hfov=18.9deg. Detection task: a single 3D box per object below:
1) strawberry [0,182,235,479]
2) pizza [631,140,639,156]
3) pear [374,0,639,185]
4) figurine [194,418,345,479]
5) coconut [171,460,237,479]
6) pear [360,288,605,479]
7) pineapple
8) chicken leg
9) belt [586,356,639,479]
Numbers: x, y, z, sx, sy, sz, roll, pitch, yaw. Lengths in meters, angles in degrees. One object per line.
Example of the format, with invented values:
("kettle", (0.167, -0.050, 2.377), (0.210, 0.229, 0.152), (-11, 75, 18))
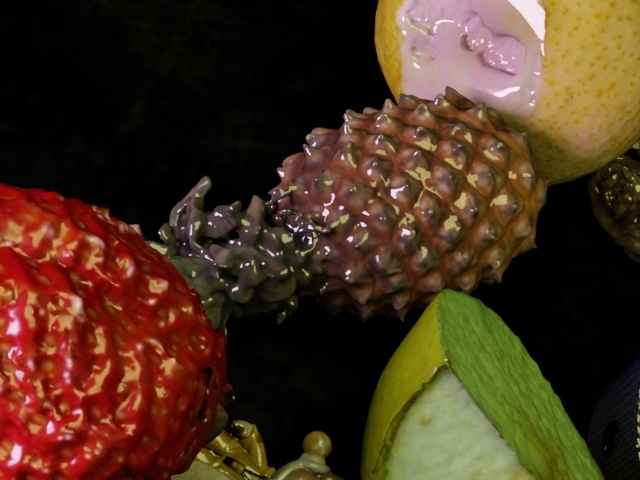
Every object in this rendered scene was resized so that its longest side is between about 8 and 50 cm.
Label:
("strawberry", (-0.206, 0.072, 1.138), (0.288, 0.238, 0.250), (45, 32, -34))
("pizza", (0.305, -0.126, 1.717), (0.154, 0.069, 0.194), (49, 25, -4))
("pear", (0.179, -0.178, 1.563), (0.271, 0.271, 0.271), (18, 55, -27))
("figurine", (-0.040, 0.176, 1.325), (0.143, 0.068, 0.101), (12, 75, -6))
("coconut", (-0.097, 0.206, 1.242), (0.124, 0.110, 0.110), (-25, 79, -45))
("pear", (0.117, 0.157, 1.398), (0.288, 0.139, 0.239), (52, 23, -20))
("pineapple", (0.000, 0.000, 1.396), (0.361, 0.175, 0.175), (-23, 79, -36))
("chicken leg", (0.313, -0.012, 1.693), (0.198, 0.069, 0.085), (23, 29, -32))
("belt", (0.287, 0.199, 1.499), (0.139, 0.126, 0.230), (-2, 65, -20))
